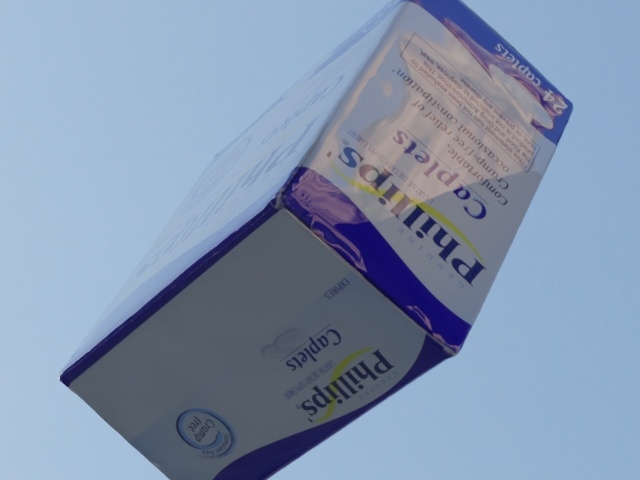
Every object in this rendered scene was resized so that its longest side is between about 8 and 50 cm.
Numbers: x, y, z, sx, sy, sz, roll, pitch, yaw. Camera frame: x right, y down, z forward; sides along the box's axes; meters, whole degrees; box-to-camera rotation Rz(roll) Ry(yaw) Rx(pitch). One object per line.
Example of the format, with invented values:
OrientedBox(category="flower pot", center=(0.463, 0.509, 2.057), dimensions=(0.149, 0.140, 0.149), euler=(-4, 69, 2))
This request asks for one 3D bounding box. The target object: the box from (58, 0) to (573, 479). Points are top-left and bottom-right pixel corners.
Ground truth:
OrientedBox(category="box", center=(0.000, 0.000, 0.622), dimensions=(0.072, 0.137, 0.126), euler=(42, -48, -11))
